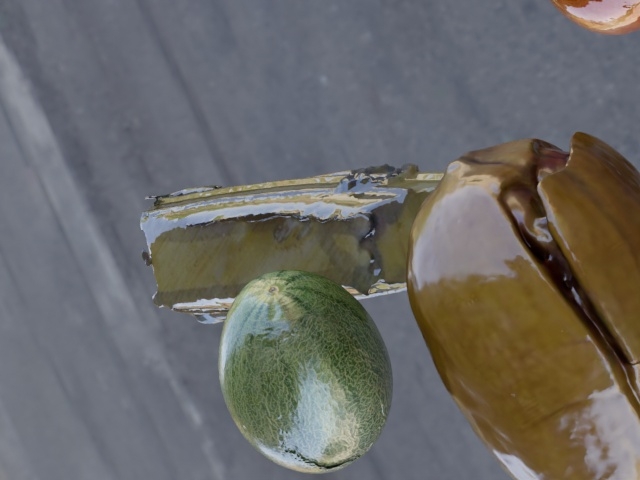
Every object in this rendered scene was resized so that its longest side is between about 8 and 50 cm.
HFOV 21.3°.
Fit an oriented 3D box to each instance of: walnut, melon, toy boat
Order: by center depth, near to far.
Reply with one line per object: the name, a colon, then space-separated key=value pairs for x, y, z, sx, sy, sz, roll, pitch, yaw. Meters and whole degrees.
walnut: x=0.190 y=0.082 z=1.233 sx=0.336 sy=0.209 sz=0.209 roll=66 pitch=156 yaw=-6
melon: x=-0.010 y=0.110 z=1.370 sx=0.139 sy=0.139 sz=0.192 roll=35 pitch=151 yaw=48
toy boat: x=0.000 y=0.000 z=1.537 sx=0.445 sy=0.162 sz=0.136 roll=-6 pitch=102 yaw=50

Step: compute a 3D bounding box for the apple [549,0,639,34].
apple: x=0.251 y=-0.262 z=1.456 sx=0.139 sy=0.163 sz=0.163 roll=24 pitch=164 yaw=-18
